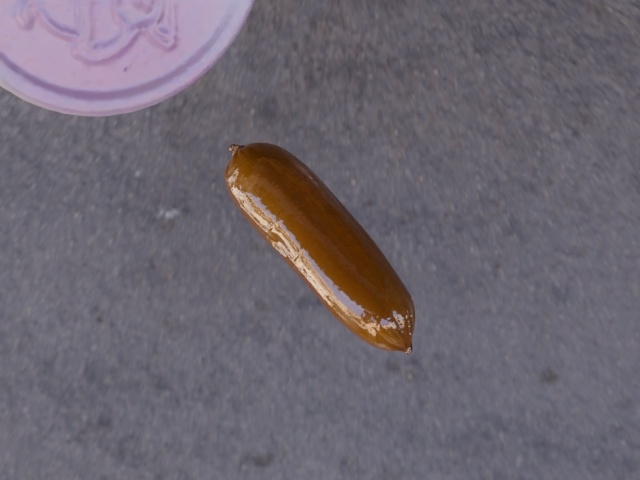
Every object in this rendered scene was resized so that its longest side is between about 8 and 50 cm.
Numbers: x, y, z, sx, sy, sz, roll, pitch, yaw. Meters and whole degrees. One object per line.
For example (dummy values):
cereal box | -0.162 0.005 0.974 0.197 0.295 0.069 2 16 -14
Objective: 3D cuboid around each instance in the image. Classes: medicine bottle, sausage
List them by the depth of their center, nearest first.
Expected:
sausage | 0.000 0.000 0.945 0.183 0.062 0.054 49 140 17
medicine bottle | -0.185 -0.225 0.995 0.212 0.325 0.212 -9 113 -21
